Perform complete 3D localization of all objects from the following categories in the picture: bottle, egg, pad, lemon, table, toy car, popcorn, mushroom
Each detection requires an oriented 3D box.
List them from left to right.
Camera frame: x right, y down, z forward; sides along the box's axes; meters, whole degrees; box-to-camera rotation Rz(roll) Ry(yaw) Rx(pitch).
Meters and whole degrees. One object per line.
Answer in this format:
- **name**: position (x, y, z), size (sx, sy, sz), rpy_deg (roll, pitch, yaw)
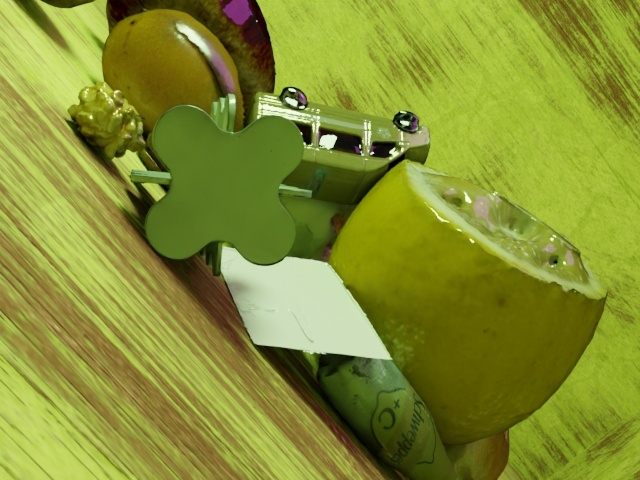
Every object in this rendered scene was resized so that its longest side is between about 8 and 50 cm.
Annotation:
- **popcorn**: position (-0.205, -0.115, 0.914), size (0.083, 0.057, 0.082), rpy_deg (46, -2, -21)
- **mushroom**: position (-0.231, -0.293, 1.562), size (0.334, 0.356, 0.331), rpy_deg (2, -32, 40)
- **table**: position (-0.102, -0.057, 0.918), size (0.166, 0.166, 0.198), rpy_deg (50, -5, -12)
- **egg**: position (-0.052, -0.056, 1.361), size (0.217, 0.183, 0.183), rpy_deg (33, -4, 21)
- **pad**: position (-0.026, 0.065, 1.021), size (0.156, 0.004, 0.232), rpy_deg (9, 21, -23)
- **toy car**: position (0.022, -0.114, 1.243), size (0.101, 0.256, 0.124), rpy_deg (118, -22, -51)
- **bottle**: position (0.098, 0.222, 1.057), size (0.270, 0.083, 0.083), rpy_deg (51, 3, -18)
- **lemon**: position (0.156, 0.097, 1.199), size (0.364, 0.364, 0.364), rpy_deg (51, 3, -3)

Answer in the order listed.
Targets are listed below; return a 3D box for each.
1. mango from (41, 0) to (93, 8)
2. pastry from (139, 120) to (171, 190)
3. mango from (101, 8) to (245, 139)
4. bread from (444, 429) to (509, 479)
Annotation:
- **mango**: position (-0.389, -0.438, 1.176), size (0.176, 0.176, 0.329), rpy_deg (-23, -67, 46)
- **pastry**: position (-0.177, -0.095, 1.134), size (0.109, 0.057, 0.097), rpy_deg (44, 12, -47)
- **mango**: position (-0.187, -0.196, 1.227), size (0.236, 0.166, 0.136), rpy_deg (60, 32, 2)
- **bread**: position (0.200, 0.268, 1.394), size (0.204, 0.162, 0.262), rpy_deg (65, 5, -49)
